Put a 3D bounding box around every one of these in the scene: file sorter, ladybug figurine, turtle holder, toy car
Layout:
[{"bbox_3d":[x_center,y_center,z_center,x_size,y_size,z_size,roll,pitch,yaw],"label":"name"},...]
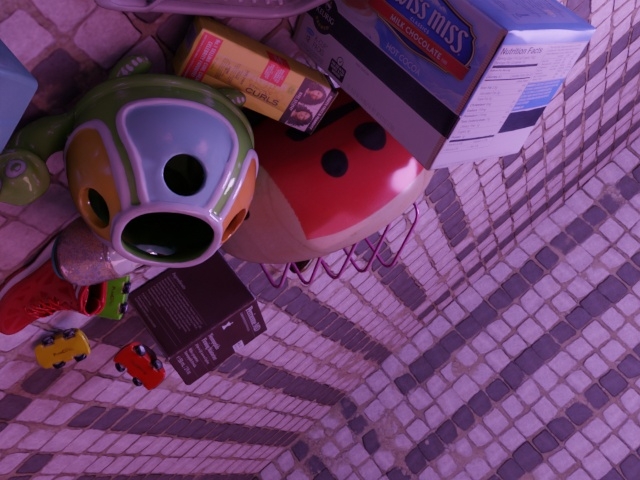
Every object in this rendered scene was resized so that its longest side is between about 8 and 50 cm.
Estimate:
[{"bbox_3d":[0.020,-0.037,1.377,0.291,0.182,0.202,-9,140,-31],"label":"file sorter"},{"bbox_3d":[0.007,-0.135,1.157,0.449,0.305,0.161,-33,140,-23],"label":"ladybug figurine"},{"bbox_3d":[-0.233,-0.098,0.909,0.243,0.227,0.320,-36,136,27],"label":"turtle holder"},{"bbox_3d":[-0.386,0.149,1.263,0.053,0.239,0.224,-100,-157,-72],"label":"toy car"}]

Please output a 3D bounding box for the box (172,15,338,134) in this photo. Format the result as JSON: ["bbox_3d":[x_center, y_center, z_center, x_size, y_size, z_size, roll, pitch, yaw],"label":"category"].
[{"bbox_3d":[-0.093,-0.241,1.012,0.232,0.058,0.087,20,120,-33],"label":"box"}]

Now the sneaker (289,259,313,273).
[{"bbox_3d":[0.000,0.000,1.605,0.086,0.064,0.192,-5,134,-44],"label":"sneaker"}]

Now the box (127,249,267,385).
[{"bbox_3d":[-0.245,0.149,1.390,0.203,0.167,0.168,-34,153,-14],"label":"box"}]

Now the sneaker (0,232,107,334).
[{"bbox_3d":[-0.431,0.098,1.099,0.221,0.128,0.087,-49,152,12],"label":"sneaker"}]

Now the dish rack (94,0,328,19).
[{"bbox_3d":[-0.077,-0.345,0.825,0.333,0.072,0.286,-13,-177,-44],"label":"dish rack"}]

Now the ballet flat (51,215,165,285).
[{"bbox_3d":[-0.294,0.002,1.069,0.106,0.107,0.316,-6,-174,9],"label":"ballet flat"}]

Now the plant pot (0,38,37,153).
[{"bbox_3d":[-0.423,-0.163,0.679,0.165,0.165,0.234,-51,161,20],"label":"plant pot"}]

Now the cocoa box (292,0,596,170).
[{"bbox_3d":[0.171,-0.309,1.029,0.232,0.347,0.227,-16,144,-39],"label":"cocoa box"}]
